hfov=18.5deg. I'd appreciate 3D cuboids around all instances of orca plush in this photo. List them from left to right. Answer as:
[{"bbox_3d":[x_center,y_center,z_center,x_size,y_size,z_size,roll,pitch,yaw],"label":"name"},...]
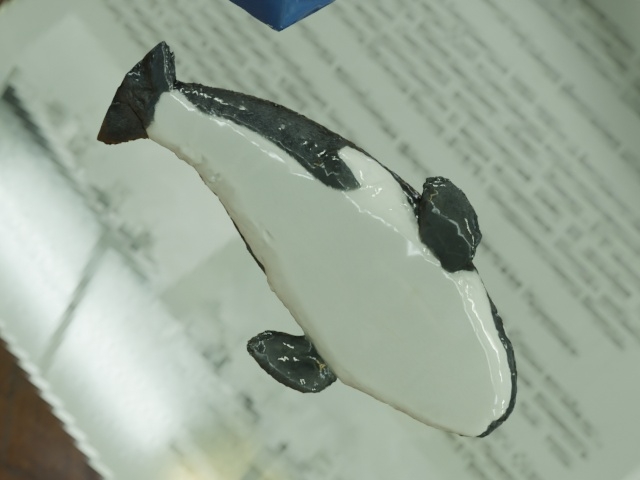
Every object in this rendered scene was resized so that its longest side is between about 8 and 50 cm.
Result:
[{"bbox_3d":[0.000,0.000,1.146,0.287,0.151,0.102,28,14,3],"label":"orca plush"}]

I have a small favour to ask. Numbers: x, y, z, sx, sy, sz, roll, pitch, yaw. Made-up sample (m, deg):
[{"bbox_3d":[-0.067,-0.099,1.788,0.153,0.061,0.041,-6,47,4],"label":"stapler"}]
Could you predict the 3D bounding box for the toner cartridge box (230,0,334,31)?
[{"bbox_3d":[0.032,-0.271,0.848,0.075,0.348,0.165,35,49,22],"label":"toner cartridge box"}]
